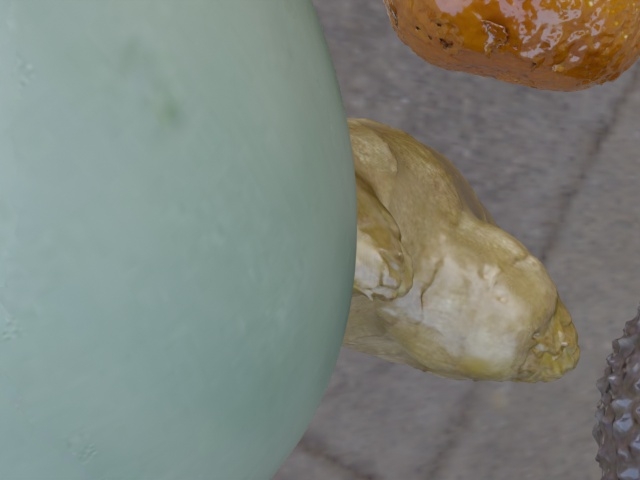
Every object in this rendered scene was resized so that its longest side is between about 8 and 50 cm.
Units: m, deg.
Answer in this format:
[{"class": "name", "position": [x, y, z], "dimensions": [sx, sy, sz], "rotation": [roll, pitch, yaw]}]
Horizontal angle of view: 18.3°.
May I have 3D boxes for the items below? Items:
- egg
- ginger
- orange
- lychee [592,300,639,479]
[{"class": "egg", "position": [-0.094, -0.020, 0.503], "dimensions": [0.203, 0.283, 0.203], "rotation": [-12, 52, 16]}, {"class": "ginger", "position": [0.015, 0.020, 1.110], "dimensions": [0.166, 0.375, 0.236], "rotation": [-41, 82, 23]}, {"class": "orange", "position": [0.136, -0.183, 1.318], "dimensions": [0.193, 0.193, 0.161], "rotation": [17, 99, 27]}, {"class": "lychee", "position": [0.337, 0.141, 1.412], "dimensions": [0.300, 0.300, 0.300], "rotation": [0, 90, 28]}]
